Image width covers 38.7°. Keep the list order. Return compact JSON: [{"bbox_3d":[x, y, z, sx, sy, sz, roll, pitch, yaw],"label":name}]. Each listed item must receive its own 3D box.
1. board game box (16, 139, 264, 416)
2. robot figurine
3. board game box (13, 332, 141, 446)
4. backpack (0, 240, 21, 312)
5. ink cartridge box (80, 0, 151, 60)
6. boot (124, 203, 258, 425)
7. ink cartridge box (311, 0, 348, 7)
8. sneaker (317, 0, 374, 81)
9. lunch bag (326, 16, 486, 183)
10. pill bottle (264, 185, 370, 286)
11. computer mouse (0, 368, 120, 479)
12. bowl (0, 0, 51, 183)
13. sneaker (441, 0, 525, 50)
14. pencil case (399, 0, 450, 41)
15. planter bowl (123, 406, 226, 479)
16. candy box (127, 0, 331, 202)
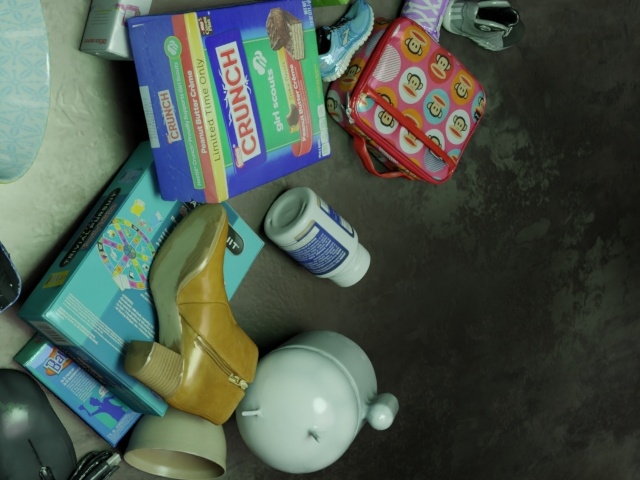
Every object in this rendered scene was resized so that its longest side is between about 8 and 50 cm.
[{"bbox_3d":[-0.257,0.054,1.381,0.254,0.079,0.336,50,54,-33],"label":"board game box"},{"bbox_3d":[-0.021,0.263,1.513,0.353,0.299,0.200,-19,112,-77],"label":"robot figurine"},{"bbox_3d":[-0.339,0.191,1.403,0.160,0.047,0.210,-49,124,-21],"label":"board game box"},{"bbox_3d":[-0.473,0.047,1.248,0.105,0.084,0.114,-37,114,-27],"label":"backpack"},{"bbox_3d":[-0.293,-0.324,1.318,0.052,0.088,0.123,16,89,-42],"label":"ink cartridge box"},{"bbox_3d":[-0.161,0.112,1.363,0.211,0.104,0.295,38,67,-45],"label":"boot"},{"bbox_3d":[-0.012,-0.543,1.498,0.255,0.097,0.189,43,72,-33],"label":"ink cartridge box"},{"bbox_3d":[0.035,-0.359,1.590,0.073,0.063,0.162,38,74,-33],"label":"sneaker"},{"bbox_3d":[0.151,-0.239,1.675,0.293,0.120,0.258,34,81,-36],"label":"lunch bag"},{"bbox_3d":[0.000,0.000,1.596,0.186,0.112,0.112,42,73,-35],"label":"pill bottle"},{"bbox_3d":[-0.419,0.309,1.347,0.188,0.072,0.272,-38,120,-26],"label":"computer mouse"},{"bbox_3d":[-0.464,-0.216,1.141,0.156,0.289,0.290,2,100,5],"label":"bowl"},{"bbox_3d":[0.354,-0.422,1.784,0.228,0.132,0.086,1,98,-38],"label":"sneaker"},{"bbox_3d":[0.212,-0.465,1.693,0.086,0.088,0.206,24,83,-41],"label":"pencil case"},{"bbox_3d":[-0.225,0.308,1.463,0.162,0.162,0.109,33,50,-37],"label":"planter bowl"},{"bbox_3d":[-0.125,-0.223,1.389,0.317,0.122,0.268,-28,115,-52],"label":"candy box"}]
